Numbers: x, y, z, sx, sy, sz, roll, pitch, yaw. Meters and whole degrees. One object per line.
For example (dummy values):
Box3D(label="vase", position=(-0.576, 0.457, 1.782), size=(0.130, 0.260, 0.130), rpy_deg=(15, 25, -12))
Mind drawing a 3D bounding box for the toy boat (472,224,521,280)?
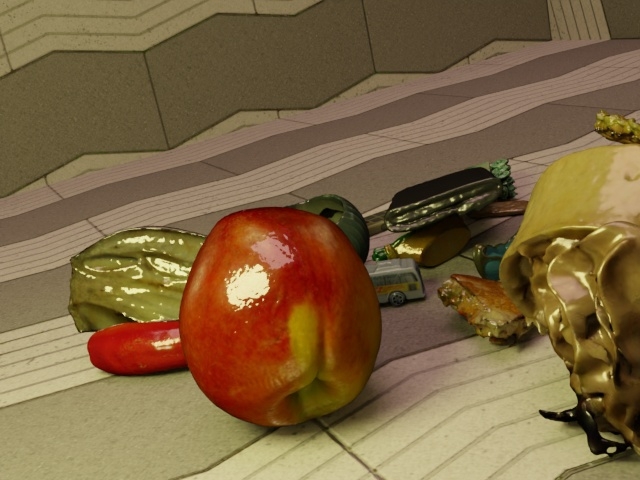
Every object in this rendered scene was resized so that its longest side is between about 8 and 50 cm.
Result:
Box3D(label="toy boat", position=(0.340, 0.015, 1.565), size=(0.185, 0.077, 0.075), rpy_deg=(-25, 23, -36))

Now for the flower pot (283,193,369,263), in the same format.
Box3D(label="flower pot", position=(0.000, 0.000, 1.707), size=(0.189, 0.157, 0.243), rpy_deg=(-14, 17, -10))

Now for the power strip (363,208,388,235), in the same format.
Box3D(label="power strip", position=(0.120, -0.038, 1.952), size=(0.169, 0.028, 0.076), rpy_deg=(-20, 20, -24))

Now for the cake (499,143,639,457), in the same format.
Box3D(label="cake", position=(0.362, 0.096, 1.025), size=(0.332, 0.332, 0.321), rpy_deg=(2, 53, 38))

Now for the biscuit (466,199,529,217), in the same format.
Box3D(label="biscuit", position=(0.392, -0.069, 1.886), size=(0.147, 0.018, 0.071), rpy_deg=(-4, 22, 19))

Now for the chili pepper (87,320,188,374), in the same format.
Box3D(label="chili pepper", position=(-0.267, 0.185, 1.467), size=(0.368, 0.092, 0.137), rpy_deg=(-2, -7, 18))

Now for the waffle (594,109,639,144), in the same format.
Box3D(label="waffle", position=(0.757, -0.236, 1.958), size=(0.243, 0.059, 0.238), rpy_deg=(10, 10, -36))

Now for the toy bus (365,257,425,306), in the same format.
Box3D(label="toy bus", position=(0.089, 0.080, 1.536), size=(0.190, 0.075, 0.064), rpy_deg=(-10, 17, 8))

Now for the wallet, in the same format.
Box3D(label="wallet", position=(0.248, -0.089, 1.749), size=(0.228, 0.062, 0.406), rpy_deg=(-16, 6, 10))

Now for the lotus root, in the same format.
Box3D(label="lotus root", position=(-0.290, 0.075, 1.572), size=(0.314, 0.210, 0.142), rpy_deg=(6, 5, 0))

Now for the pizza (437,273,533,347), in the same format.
Box3D(label="pizza", position=(0.276, 0.114, 1.339), size=(0.147, 0.069, 0.226), rpy_deg=(6, 16, -17))

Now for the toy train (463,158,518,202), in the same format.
Box3D(label="toy train", position=(0.394, -0.132, 2.003), size=(0.118, 0.074, 0.176), rpy_deg=(-17, 21, 17))

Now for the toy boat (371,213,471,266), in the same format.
Box3D(label="toy boat", position=(0.208, 0.000, 1.678), size=(0.229, 0.089, 0.088), rpy_deg=(-25, 36, -31))

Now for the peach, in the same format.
Box3D(label="peach", position=(-0.059, 0.094, 1.212), size=(0.307, 0.308, 0.332), rpy_deg=(-13, 48, -1))
